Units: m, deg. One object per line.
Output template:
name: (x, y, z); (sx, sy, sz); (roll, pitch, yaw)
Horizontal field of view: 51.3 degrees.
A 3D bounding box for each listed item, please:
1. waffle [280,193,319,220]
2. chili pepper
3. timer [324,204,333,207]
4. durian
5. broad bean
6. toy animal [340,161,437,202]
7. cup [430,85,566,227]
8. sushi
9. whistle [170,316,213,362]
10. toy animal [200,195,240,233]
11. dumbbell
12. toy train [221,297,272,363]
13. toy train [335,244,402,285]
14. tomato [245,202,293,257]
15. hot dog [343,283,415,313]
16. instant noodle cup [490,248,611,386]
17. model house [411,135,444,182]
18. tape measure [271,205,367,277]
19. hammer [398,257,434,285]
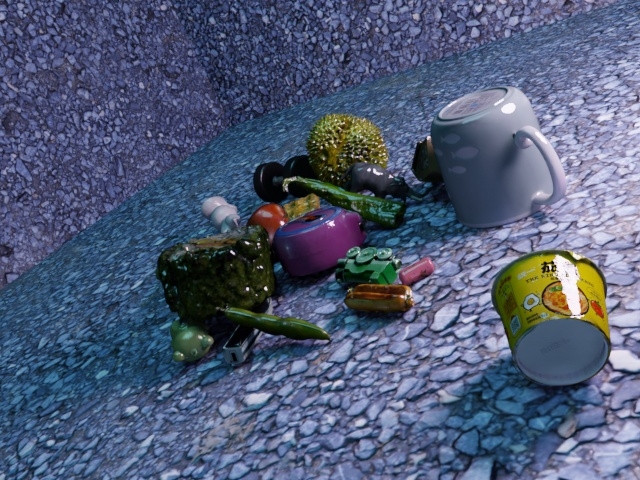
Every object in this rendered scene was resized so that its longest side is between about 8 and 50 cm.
waffle: (-0.125, -0.061, 2.173); (0.274, 0.057, 0.168); (-22, 22, 10)
chili pepper: (0.064, -0.114, 1.880); (0.359, 0.076, 0.085); (17, 65, 19)
timer: (0.022, -0.056, 2.006); (0.187, 0.055, 0.144); (-28, 19, 5)
durian: (0.089, -0.278, 2.192); (0.291, 0.291, 0.224); (-22, 35, 10)
broad bean: (-0.104, 0.189, 1.489); (0.297, 0.060, 0.043); (8, 56, 28)
toy animal: (0.185, -0.140, 1.923); (0.269, 0.137, 0.082); (21, 28, 4)
cup: (0.431, -0.202, 1.574); (0.259, 0.274, 0.357); (-31, 21, -14)
sushi: (-0.265, 0.076, 1.708); (0.294, 0.178, 0.352); (-11, 9, 0)
whistle: (-0.324, 0.234, 1.653); (0.105, 0.085, 0.227); (-28, 22, -7)
toy animal: (-0.328, -0.065, 2.379); (0.104, 0.131, 0.221); (-52, 47, 6)
dumbbell: (-0.124, -0.222, 2.425); (0.218, 0.152, 0.152); (-5, 28, 43)
toy train: (-0.159, 0.208, 1.588); (0.055, 0.048, 0.252); (-12, 18, 22)
toy train: (0.111, 0.069, 1.585); (0.178, 0.071, 0.104); (1, 44, 47)
tomato: (-0.149, -0.027, 1.982); (0.167, 0.167, 0.167); (-22, 21, 9)
hot dog: (0.123, 0.128, 1.441); (0.188, 0.055, 0.072); (-2, 28, 47)
instant noodle cup: (0.361, 0.126, 1.029); (0.182, 0.182, 0.144); (-17, 31, 20)
model house: (0.348, -0.227, 1.898); (0.181, 0.176, 0.248); (1, -12, -8)
tape measure: (0.000, 0.000, 1.777); (0.245, 0.149, 0.231); (-27, 17, -26)
hammer: (0.216, 0.071, 1.498); (0.083, 0.043, 0.043); (-29, 21, -4)
